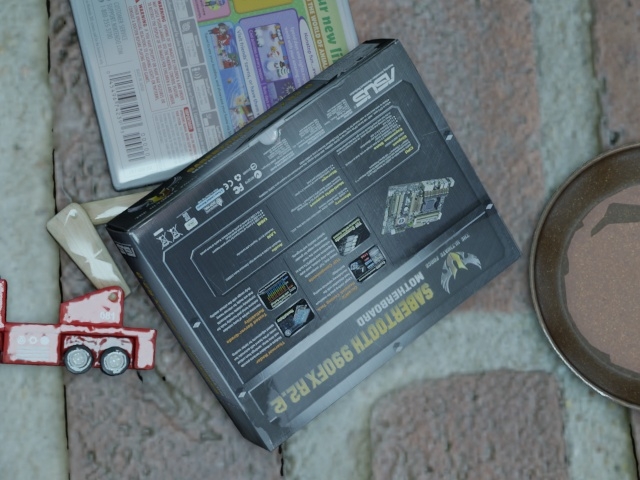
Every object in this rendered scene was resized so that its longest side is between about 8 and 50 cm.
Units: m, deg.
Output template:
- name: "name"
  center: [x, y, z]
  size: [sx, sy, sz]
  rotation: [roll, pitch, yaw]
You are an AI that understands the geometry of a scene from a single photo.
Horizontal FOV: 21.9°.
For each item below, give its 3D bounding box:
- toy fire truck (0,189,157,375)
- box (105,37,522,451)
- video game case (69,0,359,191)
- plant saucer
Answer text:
- name: "toy fire truck"
  center: [-0.156, 0.024, 1.126]
  size: [0.192, 0.047, 0.135]
  rotation: [3, 84, -9]
- name: "box"
  center: [0.000, 0.000, 1.115]
  size: [0.231, 0.056, 0.183]
  rotation: [-37, 109, -15]
- name: "video game case"
  center: [-0.076, -0.157, 1.169]
  size: [0.193, 0.023, 0.212]
  rotation: [-13, 86, -10]
- name: "plant saucer"
  center: [0.246, 0.027, 1.184]
  size: [0.198, 0.036, 0.198]
  rotation: [0, 80, -1]
